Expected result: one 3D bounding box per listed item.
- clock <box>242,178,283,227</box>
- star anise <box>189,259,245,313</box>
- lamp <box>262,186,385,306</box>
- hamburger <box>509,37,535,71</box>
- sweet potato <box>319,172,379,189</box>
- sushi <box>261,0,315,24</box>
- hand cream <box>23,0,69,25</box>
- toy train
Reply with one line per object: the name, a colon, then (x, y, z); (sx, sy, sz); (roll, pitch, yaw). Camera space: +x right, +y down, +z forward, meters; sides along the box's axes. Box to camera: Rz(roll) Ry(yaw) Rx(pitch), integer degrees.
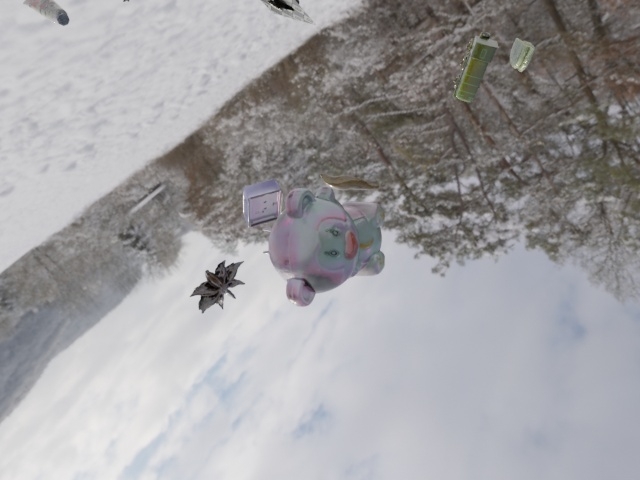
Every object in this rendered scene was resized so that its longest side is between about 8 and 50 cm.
clock: (-0.231, -0.143, 1.998); (0.144, 0.073, 0.193); (-17, 151, -18)
star anise: (-0.334, 0.143, 1.637); (0.061, 0.180, 0.205); (33, -79, 36)
lamp: (0.000, 0.000, 1.152); (0.247, 0.248, 0.301); (8, -169, 33)
hamburger: (0.638, -0.585, 1.615); (0.121, 0.054, 0.084); (-86, -169, -57)
sweet potato: (0.119, -0.219, 1.956); (0.069, 0.249, 0.060); (-161, -103, -75)
sushi: (-0.139, -0.875, 1.822); (0.219, 0.231, 0.047); (21, 97, -60)
hand cream: (-0.871, -0.745, 1.616); (0.080, 0.234, 0.050); (-50, 153, -5)
toy train: (0.498, -0.554, 1.651); (0.137, 0.090, 0.226); (-71, 176, -52)
